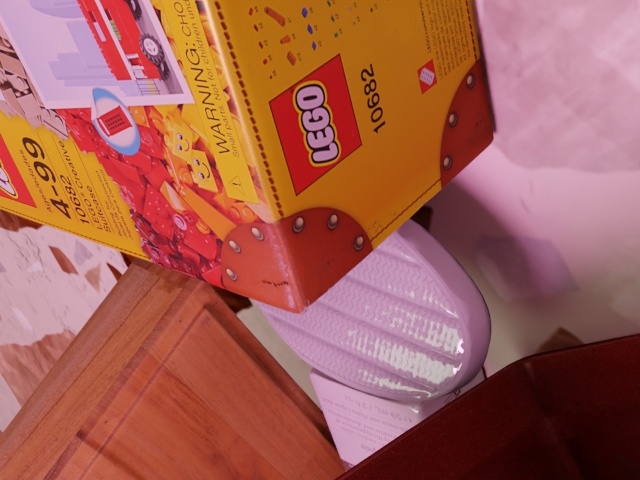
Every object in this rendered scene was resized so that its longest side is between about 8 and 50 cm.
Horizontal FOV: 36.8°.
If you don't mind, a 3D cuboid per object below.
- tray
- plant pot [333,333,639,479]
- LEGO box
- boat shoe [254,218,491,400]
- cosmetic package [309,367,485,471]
[{"bbox_3d":[-0.075,0.209,0.778,0.076,0.202,0.411,21,157,37],"label":"tray"},{"bbox_3d":[0.161,0.206,0.520,0.267,0.267,0.235,-24,91,56],"label":"plant pot"},{"bbox_3d":[-0.141,-0.249,0.533,0.373,0.193,0.500,15,133,40],"label":"LEGO box"},{"bbox_3d":[0.000,0.000,0.694,0.335,0.119,0.121,31,112,38],"label":"boat shoe"},{"bbox_3d":[0.085,0.185,0.797,0.117,0.085,0.231,12,130,44],"label":"cosmetic package"}]
